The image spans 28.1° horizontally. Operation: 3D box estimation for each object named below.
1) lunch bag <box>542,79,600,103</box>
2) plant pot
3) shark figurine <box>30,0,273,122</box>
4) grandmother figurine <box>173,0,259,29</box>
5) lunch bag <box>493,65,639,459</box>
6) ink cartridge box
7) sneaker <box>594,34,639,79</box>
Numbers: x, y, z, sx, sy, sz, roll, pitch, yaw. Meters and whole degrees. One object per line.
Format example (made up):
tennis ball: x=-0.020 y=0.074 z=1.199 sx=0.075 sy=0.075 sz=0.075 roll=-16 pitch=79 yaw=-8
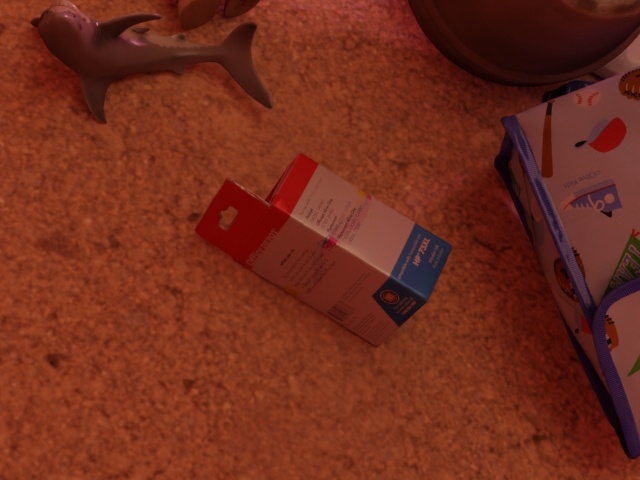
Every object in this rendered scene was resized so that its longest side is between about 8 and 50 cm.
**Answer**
lunch bag: x=0.316 y=-0.155 z=1.562 sx=0.098 sy=0.065 sz=0.067 roll=2 pitch=80 yaw=-22
plant pot: x=0.277 y=-0.335 z=1.433 sx=0.323 sy=0.280 sz=0.323 roll=-1 pitch=96 yaw=-10
shark figurine: x=-0.199 y=-0.181 z=1.360 sx=0.278 sy=0.166 sz=0.116 roll=3 pitch=88 yaw=-40
grandmother figurine: x=-0.178 y=-0.415 z=1.472 sx=0.207 sy=0.104 sz=0.342 roll=-21 pitch=76 yaw=-39
lunch bag: x=0.403 y=0.003 z=1.362 sx=0.327 sy=0.239 sz=0.386 roll=-20 pitch=76 yaw=3
ink cartridge box: x=0.000 y=0.000 z=1.306 sx=0.231 sy=0.134 sz=0.078 roll=32 pitch=57 yaw=-5
sneaker: x=0.344 y=-0.317 z=1.623 sx=0.290 sy=0.123 sz=0.106 roll=46 pitch=55 yaw=3
